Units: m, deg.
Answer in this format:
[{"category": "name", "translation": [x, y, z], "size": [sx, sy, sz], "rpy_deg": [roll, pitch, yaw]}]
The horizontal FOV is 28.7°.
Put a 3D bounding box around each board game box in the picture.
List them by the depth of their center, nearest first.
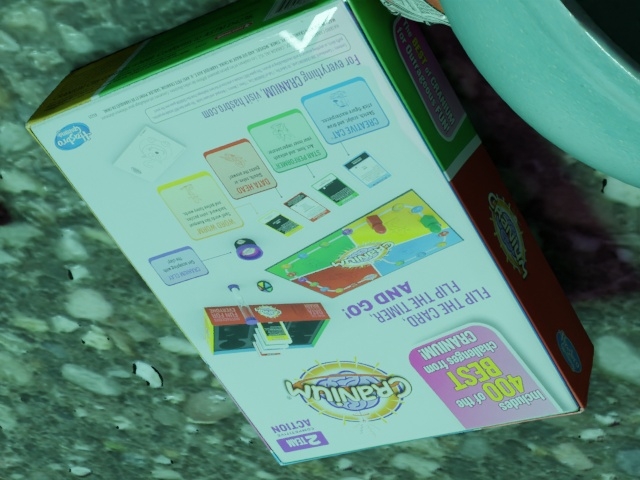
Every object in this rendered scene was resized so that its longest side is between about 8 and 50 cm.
[{"category": "board game box", "translation": [0.000, 0.000, 0.802], "size": [0.242, 0.064, 0.316], "rpy_deg": [-16, 121, 31]}]

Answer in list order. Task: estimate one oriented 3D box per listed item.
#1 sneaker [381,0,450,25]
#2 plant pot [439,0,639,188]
[{"category": "sneaker", "translation": [0.083, -0.148, 0.652], "size": [0.225, 0.088, 0.093], "rpy_deg": [34, 156, -19]}, {"category": "plant pot", "translation": [0.162, -0.138, 0.507], "size": [0.293, 0.293, 0.196], "rpy_deg": [21, 165, -6]}]
